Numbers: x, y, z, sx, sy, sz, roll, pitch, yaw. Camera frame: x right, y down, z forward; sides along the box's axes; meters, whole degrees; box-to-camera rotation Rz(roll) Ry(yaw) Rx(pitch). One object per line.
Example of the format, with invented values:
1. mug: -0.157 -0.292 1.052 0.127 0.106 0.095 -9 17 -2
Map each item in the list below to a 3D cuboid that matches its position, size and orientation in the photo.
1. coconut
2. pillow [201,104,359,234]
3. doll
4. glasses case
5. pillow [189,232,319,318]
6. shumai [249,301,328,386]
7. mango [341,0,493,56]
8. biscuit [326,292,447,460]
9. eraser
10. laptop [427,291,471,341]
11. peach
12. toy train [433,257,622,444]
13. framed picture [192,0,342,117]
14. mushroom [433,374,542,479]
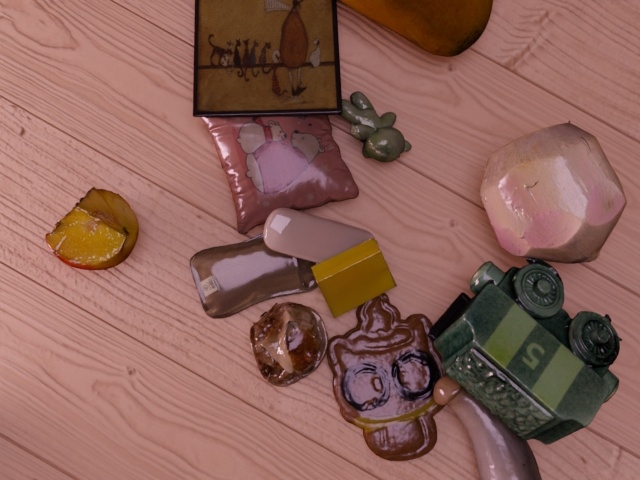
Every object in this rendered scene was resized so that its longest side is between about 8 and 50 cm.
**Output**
1. coconut: 0.391 -0.066 1.606 0.227 0.227 0.231 -20 84 -5
2. pillow: -0.072 -0.148 1.661 0.223 0.084 0.236 -20 82 -4
3. doll: 0.088 -0.196 1.691 0.115 0.077 0.150 -21 68 -43
4. glasses case: 0.000 0.000 1.637 0.204 0.051 0.081 17 91 -20
5. pillow: -0.110 0.052 1.655 0.217 0.033 0.130 -19 91 -7
6. shumai: -0.051 0.167 1.600 0.145 0.116 0.146 0 82 -2
7. mango: 0.147 -0.488 1.659 0.378 0.221 0.264 45 78 -6
8. biscuit: 0.123 0.230 1.638 0.208 0.041 0.291 -12 83 -5
9. eraser: 0.057 0.064 1.625 0.122 0.097 0.045 -25 39 -1
10. laptop: 0.284 0.188 1.630 0.197 0.016 0.135 43 49 3
11. peach: -0.381 -0.006 1.612 0.151 0.118 0.151 17 46 -18
12. toy train: 0.340 0.180 1.562 0.299 0.167 0.238 42 58 5
13. framed picture: -0.095 -0.368 1.688 0.255 0.014 0.339 -1 68 -2
14. mushroom: 0.285 0.340 1.598 0.118 0.103 0.270 -17 74 -41
